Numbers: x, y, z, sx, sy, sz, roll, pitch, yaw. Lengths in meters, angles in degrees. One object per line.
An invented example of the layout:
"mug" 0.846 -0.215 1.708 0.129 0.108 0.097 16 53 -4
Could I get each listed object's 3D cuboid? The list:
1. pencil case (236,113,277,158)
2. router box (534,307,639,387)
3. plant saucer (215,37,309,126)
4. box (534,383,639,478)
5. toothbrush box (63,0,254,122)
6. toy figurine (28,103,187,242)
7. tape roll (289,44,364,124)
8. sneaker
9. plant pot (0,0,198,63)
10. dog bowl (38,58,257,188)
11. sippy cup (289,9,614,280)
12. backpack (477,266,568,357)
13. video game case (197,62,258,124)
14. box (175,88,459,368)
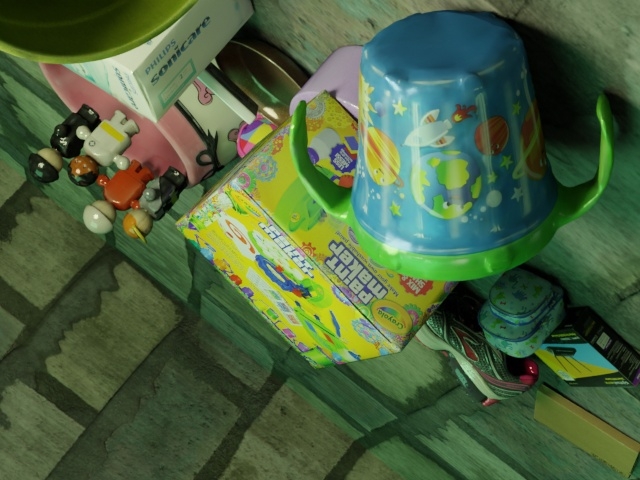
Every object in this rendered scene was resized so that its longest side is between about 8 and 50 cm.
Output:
"pencil case" -0.054 -0.107 1.868 0.104 0.104 0.236 27 158 35
"router box" 0.386 0.162 1.719 0.133 0.046 0.179 41 163 -9
"plant saucer" -0.068 -0.229 1.676 0.198 0.036 0.198 35 163 12
"box" 0.471 0.339 2.044 0.201 0.021 0.164 33 162 21
"toothbrush box" -0.272 -0.329 1.537 0.295 0.216 0.126 31 162 22
"toy figurine" -0.347 -0.103 1.876 0.209 0.148 0.213 17 152 52
"tape roll" 0.093 -0.127 1.514 0.275 0.090 0.275 36 164 12
"sneaker" 0.242 0.141 1.891 0.112 0.121 0.299 -25 118 39
"plant pot" -0.324 -0.428 1.234 0.353 0.366 0.366 40 168 40
"dog bowl" -0.294 -0.249 1.905 0.408 0.150 0.408 35 164 12
"sippy cup" 0.135 -0.113 1.222 0.240 0.305 0.224 -128 22 -51
"backpack" 0.284 0.101 1.656 0.105 0.114 0.084 27 159 38
"video game case" -0.152 -0.232 1.652 0.157 0.019 0.143 42 -171 -10
"box" 0.000 0.000 1.508 0.290 0.177 0.279 47 158 -8
